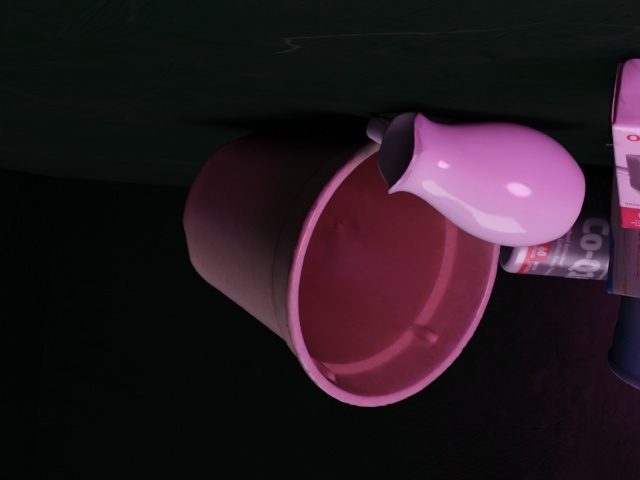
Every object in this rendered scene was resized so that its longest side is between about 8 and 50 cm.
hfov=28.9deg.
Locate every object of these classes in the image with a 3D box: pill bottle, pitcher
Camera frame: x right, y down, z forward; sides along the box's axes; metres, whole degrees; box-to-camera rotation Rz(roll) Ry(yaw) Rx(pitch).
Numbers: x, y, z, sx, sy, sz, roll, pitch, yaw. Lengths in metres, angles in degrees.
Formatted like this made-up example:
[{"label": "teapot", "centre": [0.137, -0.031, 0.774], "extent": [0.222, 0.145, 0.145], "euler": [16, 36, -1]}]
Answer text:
[{"label": "pill bottle", "centre": [0.411, -0.022, 1.815], "extent": [0.283, 0.161, 0.161], "euler": [5, 180, -4]}, {"label": "pitcher", "centre": [0.156, -0.077, 1.298], "extent": [0.207, 0.125, 0.178], "euler": [16, -163, -19]}]

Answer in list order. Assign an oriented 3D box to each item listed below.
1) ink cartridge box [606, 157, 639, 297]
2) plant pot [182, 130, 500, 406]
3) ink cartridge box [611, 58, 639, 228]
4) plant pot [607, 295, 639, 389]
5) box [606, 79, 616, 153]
[{"label": "ink cartridge box", "centre": [0.409, -0.018, 1.325], "extent": [0.168, 0.171, 0.233], "euler": [4, 180, 5]}, {"label": "plant pot", "centre": [0.000, 0.000, 1.551], "extent": [0.334, 0.334, 0.305], "euler": [5, -170, -42]}, {"label": "ink cartridge box", "centre": [0.257, -0.062, 0.866], "extent": [0.099, 0.056, 0.135], "euler": [5, 151, 20]}, {"label": "plant pot", "centre": [0.509, 0.047, 1.554], "extent": [0.272, 0.255, 0.271], "euler": [2, -166, -1]}, {"label": "box", "centre": [0.264, -0.091, 0.948], "extent": [0.083, 0.052, 0.062], "euler": [5, 179, 18]}]
